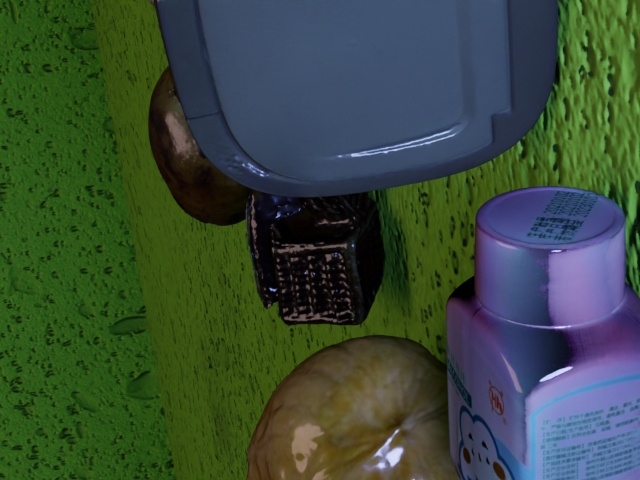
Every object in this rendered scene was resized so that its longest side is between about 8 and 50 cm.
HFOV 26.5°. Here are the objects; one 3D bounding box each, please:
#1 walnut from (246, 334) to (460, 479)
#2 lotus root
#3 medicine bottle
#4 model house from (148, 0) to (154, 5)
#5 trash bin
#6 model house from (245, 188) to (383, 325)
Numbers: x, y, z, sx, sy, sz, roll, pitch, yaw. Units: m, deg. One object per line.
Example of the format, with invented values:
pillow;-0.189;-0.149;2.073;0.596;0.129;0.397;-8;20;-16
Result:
walnut;0.040;0.170;1.004;0.222;0.195;0.195;115;142;-64
lotus root;-0.112;-0.105;1.465;0.314;0.141;0.169;102;151;-66
medicine bottle;0.127;0.070;0.759;0.119;0.094;0.188;-126;27;-60
model house;-0.098;-0.295;1.295;0.239;0.173;0.268;67;-162;-4
trash bin;0.002;-0.188;0.835;0.250;0.219;0.220;-106;7;-47
model house;-0.001;-0.007;1.180;0.152;0.106;0.165;-130;28;-66
